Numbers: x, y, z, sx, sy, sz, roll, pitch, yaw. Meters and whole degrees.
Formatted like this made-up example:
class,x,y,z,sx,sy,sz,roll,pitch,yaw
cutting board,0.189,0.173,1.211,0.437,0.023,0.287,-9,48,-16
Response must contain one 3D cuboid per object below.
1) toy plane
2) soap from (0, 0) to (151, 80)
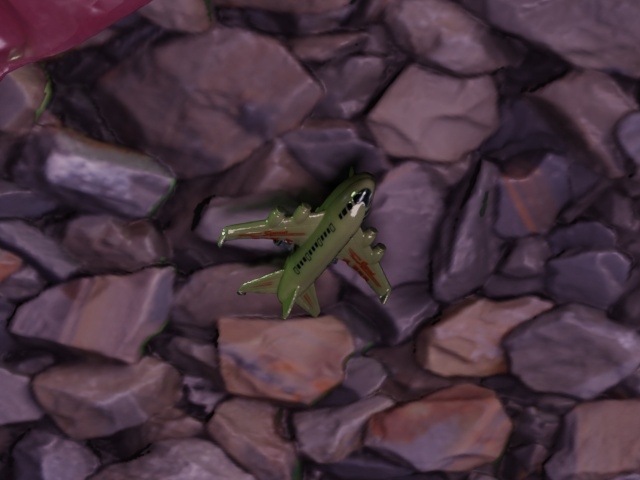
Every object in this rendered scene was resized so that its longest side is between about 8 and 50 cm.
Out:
class,x,y,z,sx,sy,sz,roll,pitch,yaw
toy plane,0.000,0.000,1.001,0.102,0.040,0.111,17,127,-22
soap,-0.186,-0.232,0.716,0.233,0.128,0.359,-28,129,16
